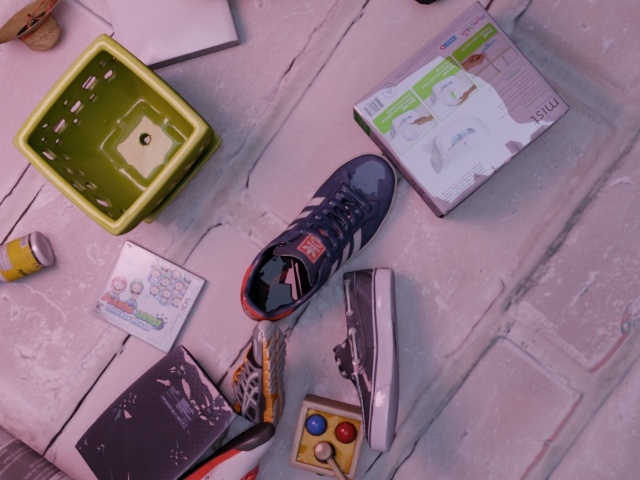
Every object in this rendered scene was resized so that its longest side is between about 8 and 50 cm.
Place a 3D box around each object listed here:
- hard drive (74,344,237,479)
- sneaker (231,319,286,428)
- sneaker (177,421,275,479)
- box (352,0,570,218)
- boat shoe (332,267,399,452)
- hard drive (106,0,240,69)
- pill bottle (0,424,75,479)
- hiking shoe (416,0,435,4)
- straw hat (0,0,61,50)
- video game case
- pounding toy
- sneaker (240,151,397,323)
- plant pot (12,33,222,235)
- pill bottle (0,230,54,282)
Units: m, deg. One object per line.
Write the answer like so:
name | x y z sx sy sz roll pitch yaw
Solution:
hard drive | -0.270 0.317 1.370 0.255 0.054 0.172 -44 73 3
sneaker | -0.105 0.221 1.336 0.083 0.084 0.215 12 121 14
sneaker | -0.143 0.418 1.346 0.270 0.090 0.145 -37 88 17
box | 0.223 -0.206 1.334 0.262 0.127 0.231 -41 88 1
boat shoe | 0.071 0.189 1.326 0.102 0.108 0.301 -4 71 12
hard drive | -0.276 -0.460 1.411 0.203 0.040 0.307 -15 88 3
pill bottle | -0.473 0.464 1.321 0.361 0.204 0.204 36 91 4
hiking shoe | 0.177 -0.548 1.372 0.132 0.113 0.304 13 97 34
straw hat | -0.482 -0.360 1.407 0.144 0.144 0.061 -35 128 2
video game case | -0.297 0.096 1.411 0.157 0.019 0.143 27 90 4
pounding toy | 0.020 0.342 1.347 0.130 0.100 0.141 13 89 4
sneaker | 0.000 0.000 1.332 0.131 0.148 0.350 38 91 3
plant pot | -0.305 -0.160 1.319 0.227 0.207 0.228 42 96 4
pill bottle | -0.523 0.034 1.403 0.116 0.065 0.065 -22 88 3
